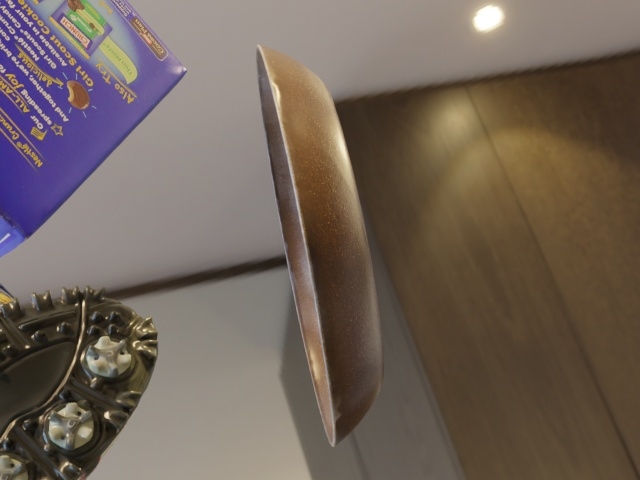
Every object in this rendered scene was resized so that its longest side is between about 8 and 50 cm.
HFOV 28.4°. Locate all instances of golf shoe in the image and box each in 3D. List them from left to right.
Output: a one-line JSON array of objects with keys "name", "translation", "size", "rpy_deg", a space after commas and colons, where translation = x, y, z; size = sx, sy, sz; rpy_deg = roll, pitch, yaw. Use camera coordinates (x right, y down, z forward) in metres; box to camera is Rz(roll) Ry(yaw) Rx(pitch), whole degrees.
[{"name": "golf shoe", "translation": [-0.188, 0.138, 0.647], "size": [0.273, 0.105, 0.120], "rpy_deg": [-49, -17, -23]}]

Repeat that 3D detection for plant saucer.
[{"name": "plant saucer", "translation": [0.000, 0.000, 0.971], "size": [0.050, 0.311, 0.310], "rpy_deg": [-12, -30, -5]}]

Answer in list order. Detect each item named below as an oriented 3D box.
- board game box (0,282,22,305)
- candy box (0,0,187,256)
[{"name": "board game box", "translation": [-0.251, 0.073, 0.877], "size": [0.035, 0.136, 0.201], "rpy_deg": [-52, -18, 8]}, {"name": "candy box", "translation": [-0.299, -0.155, 1.101], "size": [0.122, 0.317, 0.268], "rpy_deg": [-32, -74, 34]}]
